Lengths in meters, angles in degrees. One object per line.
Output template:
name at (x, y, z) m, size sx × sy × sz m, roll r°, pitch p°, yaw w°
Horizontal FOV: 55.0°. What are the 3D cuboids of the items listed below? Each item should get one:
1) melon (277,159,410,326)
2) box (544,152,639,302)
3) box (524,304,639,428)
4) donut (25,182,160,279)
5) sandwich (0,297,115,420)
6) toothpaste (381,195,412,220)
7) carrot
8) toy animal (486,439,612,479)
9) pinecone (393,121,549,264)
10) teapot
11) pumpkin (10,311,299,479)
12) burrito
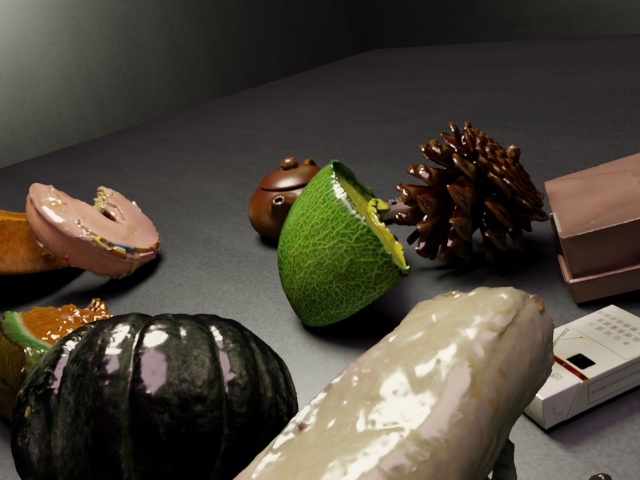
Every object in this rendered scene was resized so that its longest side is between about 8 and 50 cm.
melon at (0.000, 0.000, 0.796) m, size 0.169 × 0.129 × 0.265 m, roll -43°, pitch 17°, yaw 13°
box at (0.391, -0.033, 0.741) m, size 0.215 × 0.086 × 0.215 m, roll -17°, pitch 20°, yaw 21°
box at (0.246, 0.115, 0.582) m, size 0.155 × 0.040 × 0.084 m, roll -18°, pitch 24°, yaw -15°
donut at (-0.378, -0.013, 1.050) m, size 0.199 × 0.085 × 0.233 m, roll 41°, pitch 15°, yaw 17°
sandwich at (-0.312, 0.145, 0.742) m, size 0.160 × 0.109 × 0.185 m, roll -5°, pitch 12°, yaw -39°
toothpaste at (0.167, -0.065, 1.053) m, size 0.205 × 0.036 × 0.056 m, roll -13°, pitch 21°, yaw -11°
carrot at (-0.551, -0.011, 1.140) m, size 0.259 × 0.100 × 0.307 m, roll 8°, pitch 9°, yaw 5°
toy animal at (0.147, 0.204, 0.397) m, size 0.217 × 0.073 × 0.176 m, roll -2°, pitch 31°, yaw 13°
pinecone at (0.195, -0.054, 0.830) m, size 0.208 × 0.207 × 0.207 m, roll -11°, pitch 23°, yaw 5°
teapot at (-0.037, -0.089, 1.088) m, size 0.179 × 0.135 × 0.252 m, roll -2°, pitch 26°, yaw 14°
pumpkin at (-0.127, 0.146, 0.491) m, size 0.221 × 0.220 × 0.161 m, roll -11°, pitch 61°, yaw 3°
burrito at (0.032, 0.151, 0.396) m, size 0.299 × 0.105 × 0.143 m, roll -41°, pitch 26°, yaw -28°
